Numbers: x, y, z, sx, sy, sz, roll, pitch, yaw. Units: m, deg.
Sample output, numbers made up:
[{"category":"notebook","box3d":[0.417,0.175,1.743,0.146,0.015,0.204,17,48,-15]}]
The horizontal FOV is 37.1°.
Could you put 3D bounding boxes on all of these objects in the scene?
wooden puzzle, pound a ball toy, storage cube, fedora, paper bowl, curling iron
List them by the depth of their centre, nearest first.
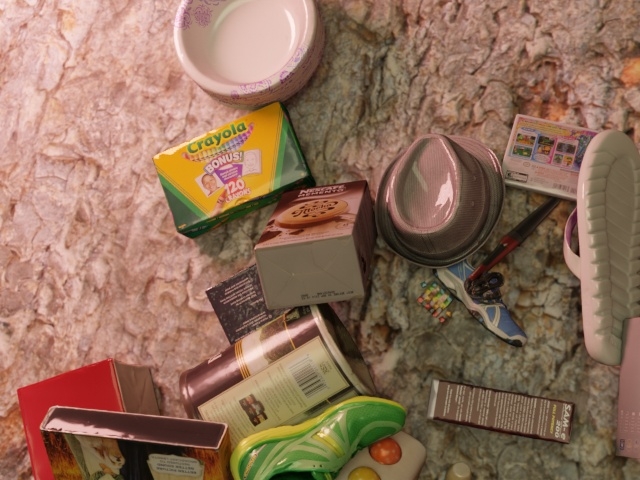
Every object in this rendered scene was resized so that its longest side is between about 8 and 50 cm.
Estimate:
[{"category":"pound a ball toy","box3d":[0.109,0.427,1.565,0.208,0.136,0.319,25,40,17]},{"category":"curling iron","box3d":[0.350,0.012,1.704,0.068,0.035,0.274,37,67,14]},{"category":"fedora","box3d":[0.203,-0.093,1.715,0.243,0.124,0.275,6,71,22]},{"category":"wooden puzzle","box3d":[0.212,0.109,1.762,0.083,0.006,0.049,43,90,17]},{"category":"storage cube","box3d":[-0.414,0.341,1.763,0.193,0.183,0.215,-19,75,7]},{"category":"paper bowl","box3d":[-0.131,-0.393,1.864,0.284,0.148,0.284,-2,78,12]}]

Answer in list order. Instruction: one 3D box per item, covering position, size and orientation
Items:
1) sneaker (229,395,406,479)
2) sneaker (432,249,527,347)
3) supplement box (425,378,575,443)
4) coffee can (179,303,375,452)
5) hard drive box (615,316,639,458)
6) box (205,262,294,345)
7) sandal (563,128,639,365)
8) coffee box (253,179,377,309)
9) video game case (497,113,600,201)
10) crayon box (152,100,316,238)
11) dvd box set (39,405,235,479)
[{"category":"sneaker","box3d":[0.007,0.343,1.528,0.295,0.109,0.123,-19,53,-11]},{"category":"sneaker","box3d":[0.296,0.103,1.707,0.081,0.080,0.211,-43,74,3]},{"category":"supplement box","box3d":[0.310,0.293,1.640,0.239,0.130,0.073,7,81,15]},{"category":"coffee can","box3d":[-0.072,0.246,1.637,0.275,0.201,0.201,-31,74,6]},{"category":"hard drive box","box3d":[0.594,0.251,1.576,0.181,0.089,0.232,8,80,-11]},{"category":"box","box3d":[-0.105,0.130,1.783,0.156,0.093,0.158,-29,73,6]},{"category":"sandal","box3d":[0.481,0.008,1.669,0.102,0.169,0.416,-8,74,52]},{"category":"coffee box","box3d":[0.000,0.000,1.675,0.168,0.297,0.119,-8,109,10]},{"category":"video game case","box3d":[0.419,-0.152,1.752,0.157,0.019,0.143,14,73,15]},{"category":"crayon box","box3d":[-0.167,-0.135,1.855,0.278,0.081,0.165,-23,75,7]},{"category":"dvd box set","box3d":[-0.286,0.466,1.626,0.307,0.062,0.420,4,125,11]}]
